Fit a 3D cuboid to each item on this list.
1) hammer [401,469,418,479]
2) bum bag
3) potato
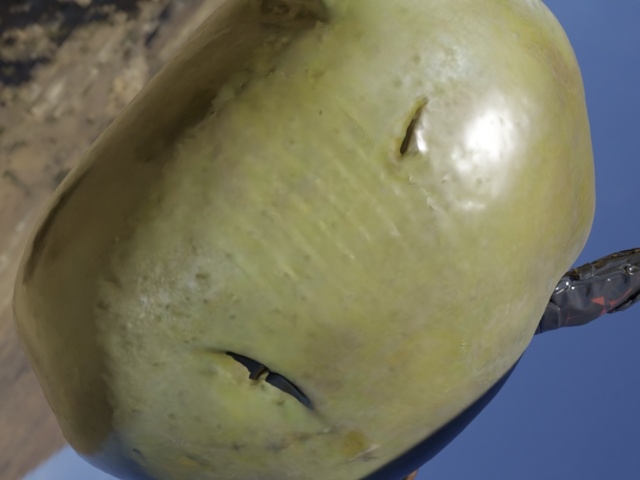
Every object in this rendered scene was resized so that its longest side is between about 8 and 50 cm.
[{"bbox_3d":[0.039,0.165,0.940,0.065,0.021,0.178,34,-75,52],"label":"hammer"},{"bbox_3d":[0.187,0.032,1.037,0.124,0.034,0.058,-15,147,-13],"label":"bum bag"},{"bbox_3d":[0.000,0.000,0.779,0.326,0.243,0.221,-44,-164,4],"label":"potato"}]
